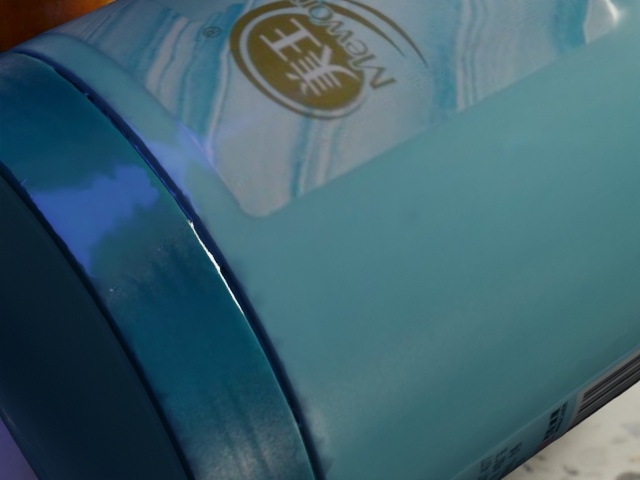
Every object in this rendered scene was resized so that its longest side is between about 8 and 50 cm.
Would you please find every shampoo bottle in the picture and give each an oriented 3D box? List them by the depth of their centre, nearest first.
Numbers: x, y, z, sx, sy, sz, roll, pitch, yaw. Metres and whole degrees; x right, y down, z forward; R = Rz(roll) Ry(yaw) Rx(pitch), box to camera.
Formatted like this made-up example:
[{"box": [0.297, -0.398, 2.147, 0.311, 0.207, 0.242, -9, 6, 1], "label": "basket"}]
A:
[{"box": [0.000, 0.000, 0.912, 0.343, 0.331, 0.331, -29, 41, -23], "label": "shampoo bottle"}]

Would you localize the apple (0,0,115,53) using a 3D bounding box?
[{"box": [-0.154, -0.169, 1.266, 0.230, 0.230, 0.230, -7, 39, 6], "label": "apple"}]
